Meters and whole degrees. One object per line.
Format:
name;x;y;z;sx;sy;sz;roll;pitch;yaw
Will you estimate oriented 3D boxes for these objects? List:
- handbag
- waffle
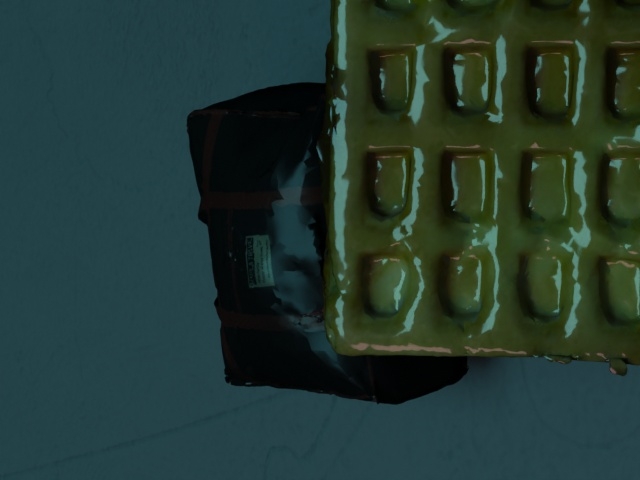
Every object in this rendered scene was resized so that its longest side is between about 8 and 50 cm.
handbag;0.000;0.000;1.127;0.169;0.155;0.215;-3;96;53
waffle;0.106;-0.091;0.969;0.224;0.098;0.327;2;99;10
